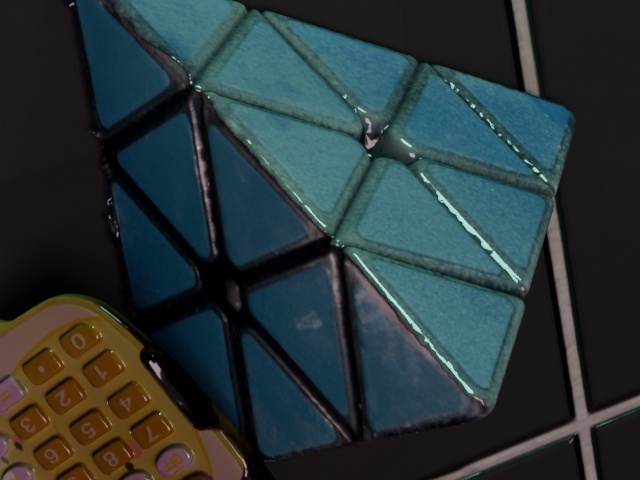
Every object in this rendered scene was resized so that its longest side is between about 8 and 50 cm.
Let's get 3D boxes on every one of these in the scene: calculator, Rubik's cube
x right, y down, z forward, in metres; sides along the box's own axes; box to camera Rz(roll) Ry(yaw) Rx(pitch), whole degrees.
[{"bbox_3d":[-0.099,0.130,0.912,0.157,0.033,0.236,-34,98,32],"label":"calculator"},{"bbox_3d":[-0.002,-0.001,0.900,0.233,0.229,0.228,0,73,16],"label":"Rubik's cube"}]
